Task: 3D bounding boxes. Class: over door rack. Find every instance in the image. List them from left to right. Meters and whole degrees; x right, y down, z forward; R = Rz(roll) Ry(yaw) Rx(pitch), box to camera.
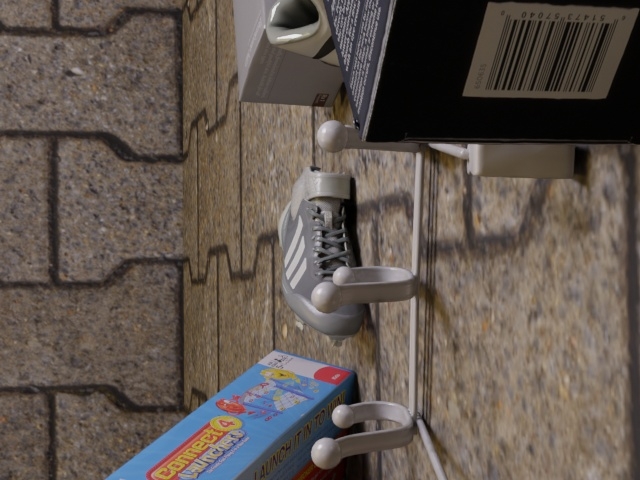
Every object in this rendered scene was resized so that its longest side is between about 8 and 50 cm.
[{"bbox_3d":[0.056,0.043,0.854,0.324,0.108,0.240,-153,63,-76],"label":"over door rack"}]

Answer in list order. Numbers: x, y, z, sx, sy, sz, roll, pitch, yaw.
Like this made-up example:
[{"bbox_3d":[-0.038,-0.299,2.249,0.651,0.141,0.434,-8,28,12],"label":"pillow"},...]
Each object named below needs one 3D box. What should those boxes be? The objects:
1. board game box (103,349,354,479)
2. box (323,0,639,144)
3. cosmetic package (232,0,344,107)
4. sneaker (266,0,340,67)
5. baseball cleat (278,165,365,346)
[{"bbox_3d":[-0.081,0.292,1.142,0.308,0.086,0.302,-32,-49,-60],"label":"board game box"},{"bbox_3d":[0.082,-0.151,0.634,0.207,0.153,0.108,-101,16,-45],"label":"box"},{"bbox_3d":[-0.029,-0.258,1.252,0.127,0.107,0.238,116,155,-57],"label":"cosmetic package"},{"bbox_3d":[0.037,-0.234,0.863,0.331,0.146,0.122,106,161,-48],"label":"sneaker"},{"bbox_3d":[0.000,0.000,1.195,0.206,0.072,0.109,-115,34,-54],"label":"baseball cleat"}]
